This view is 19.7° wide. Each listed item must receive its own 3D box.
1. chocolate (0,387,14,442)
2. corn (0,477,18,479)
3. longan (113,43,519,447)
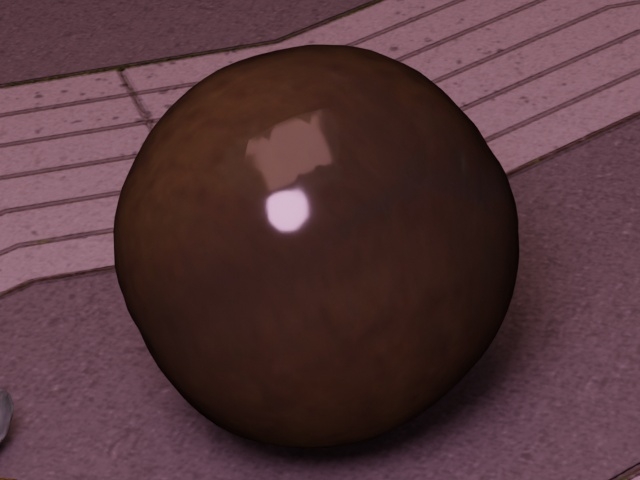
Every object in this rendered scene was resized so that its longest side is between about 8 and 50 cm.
[{"bbox_3d":[-0.381,0.116,1.477,0.291,0.110,0.110,10,38,23],"label":"chocolate"},{"bbox_3d":[-0.188,0.212,1.291,0.260,0.091,0.091,1,37,23],"label":"corn"},{"bbox_3d":[0.000,0.000,1.379,0.318,0.319,0.319,-6,33,4],"label":"longan"}]
